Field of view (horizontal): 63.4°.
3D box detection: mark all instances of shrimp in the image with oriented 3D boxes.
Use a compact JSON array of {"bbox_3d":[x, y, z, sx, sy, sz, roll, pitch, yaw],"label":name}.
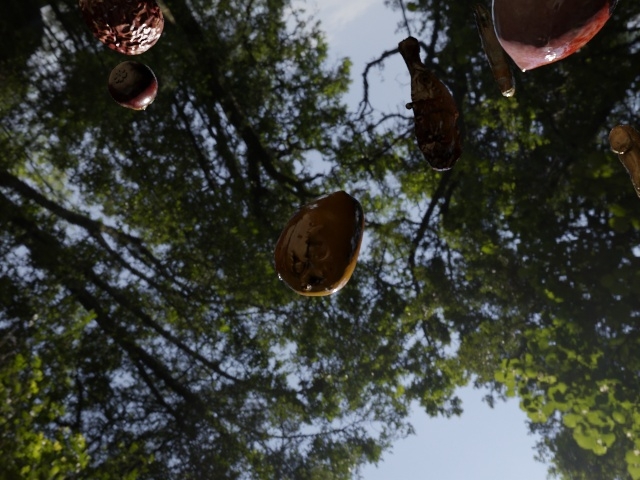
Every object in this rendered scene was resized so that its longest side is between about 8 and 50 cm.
[{"bbox_3d":[0.557,-0.607,1.647,0.062,0.317,0.164,-18,-153,29],"label":"shrimp"}]

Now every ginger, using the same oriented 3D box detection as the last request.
[{"bbox_3d":[0.727,-0.183,1.189,0.133,0.214,0.059,-6,159,-46],"label":"ginger"}]

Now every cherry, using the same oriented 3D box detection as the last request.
[{"bbox_3d":[0.443,-0.464,1.004,0.239,0.239,0.206,-18,177,12],"label":"cherry"}]

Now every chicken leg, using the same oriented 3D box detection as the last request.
[{"bbox_3d":[0.240,-0.303,1.172,0.083,0.177,0.323,-21,-123,38],"label":"chicken leg"}]

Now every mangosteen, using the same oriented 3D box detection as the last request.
[{"bbox_3d":[-0.311,-0.259,0.866,0.080,0.081,0.081,-18,-149,12],"label":"mangosteen"}]

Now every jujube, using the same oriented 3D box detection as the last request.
[{"bbox_3d":[-0.589,-0.676,1.552,0.212,0.232,0.213,-7,-108,22],"label":"jujube"}]

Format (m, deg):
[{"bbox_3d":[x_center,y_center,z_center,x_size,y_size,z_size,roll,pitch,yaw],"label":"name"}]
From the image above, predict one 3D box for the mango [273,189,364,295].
[{"bbox_3d":[0.000,0.000,1.011,0.152,0.201,0.287,21,-151,-2],"label":"mango"}]
